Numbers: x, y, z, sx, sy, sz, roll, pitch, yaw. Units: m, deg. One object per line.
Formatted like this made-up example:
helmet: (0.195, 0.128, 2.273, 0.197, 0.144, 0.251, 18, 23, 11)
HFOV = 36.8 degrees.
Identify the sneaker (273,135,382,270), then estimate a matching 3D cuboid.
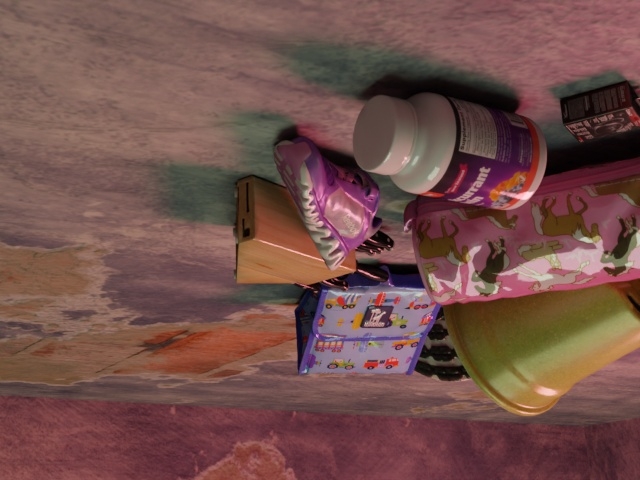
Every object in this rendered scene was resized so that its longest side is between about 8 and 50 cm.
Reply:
sneaker: (0.018, -0.059, 1.170, 0.104, 0.095, 0.236, -27, 148, 0)

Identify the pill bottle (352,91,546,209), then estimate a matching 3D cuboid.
pill bottle: (0.136, -0.098, 1.026, 0.193, 0.108, 0.108, 8, 159, -30)

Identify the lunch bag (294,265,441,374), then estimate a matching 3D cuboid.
lunch bag: (0.086, 0.121, 1.705, 0.220, 0.138, 0.293, 2, 149, -10)

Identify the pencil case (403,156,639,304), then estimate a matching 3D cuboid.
pencil case: (0.302, -0.018, 1.214, 0.386, 0.167, 0.160, -13, 179, 25)

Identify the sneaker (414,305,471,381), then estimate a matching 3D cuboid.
sneaker: (0.341, 0.188, 1.901, 0.410, 0.158, 0.182, -3, 180, 16)

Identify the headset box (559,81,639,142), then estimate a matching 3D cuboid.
headset box: (0.311, -0.139, 1.046, 0.083, 0.032, 0.062, -14, 159, 29)

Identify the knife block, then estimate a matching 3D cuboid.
knife block: (0.000, 0.000, 1.337, 0.242, 0.088, 0.276, -2, 161, -6)

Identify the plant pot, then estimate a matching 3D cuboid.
plant pot: (0.364, 0.088, 1.401, 0.276, 0.276, 0.254, 12, 150, -38)
